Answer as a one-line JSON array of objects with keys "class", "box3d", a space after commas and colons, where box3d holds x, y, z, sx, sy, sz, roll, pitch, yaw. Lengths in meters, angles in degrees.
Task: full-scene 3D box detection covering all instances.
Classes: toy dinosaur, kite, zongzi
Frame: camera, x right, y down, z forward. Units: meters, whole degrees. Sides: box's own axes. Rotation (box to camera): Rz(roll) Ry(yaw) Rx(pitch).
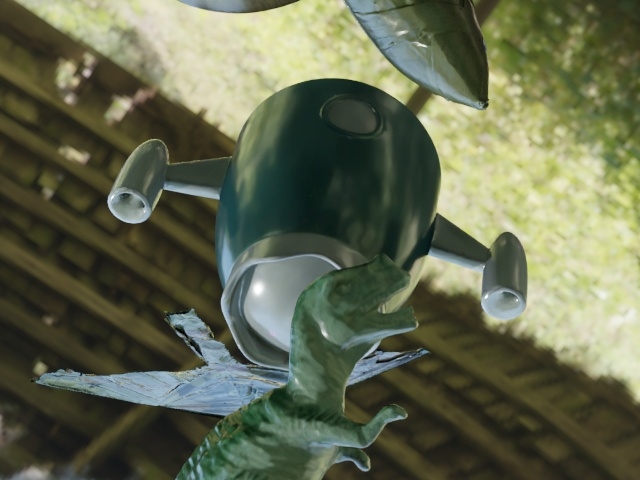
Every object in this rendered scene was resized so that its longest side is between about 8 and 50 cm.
[{"class": "toy dinosaur", "box3d": [-0.044, 0.186, 0.808, 0.129, 0.383, 0.076, 38, -172, 16]}, {"class": "kite", "box3d": [-0.075, 0.109, 1.242, 0.314, 0.335, 0.011, 73, -168, -67]}, {"class": "zongzi", "box3d": [0.033, -0.142, 0.788, 0.154, 0.062, 0.130, 47, -167, -22]}]

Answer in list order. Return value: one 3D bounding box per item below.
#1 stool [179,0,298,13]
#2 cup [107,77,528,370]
[{"class": "stool", "box3d": [-0.062, -0.270, 0.821, 0.179, 0.179, 0.264, 39, 168, 22]}, {"class": "cup", "box3d": [0.000, 0.000, 1.035, 0.299, 0.167, 0.173, 15, -142, 0]}]
